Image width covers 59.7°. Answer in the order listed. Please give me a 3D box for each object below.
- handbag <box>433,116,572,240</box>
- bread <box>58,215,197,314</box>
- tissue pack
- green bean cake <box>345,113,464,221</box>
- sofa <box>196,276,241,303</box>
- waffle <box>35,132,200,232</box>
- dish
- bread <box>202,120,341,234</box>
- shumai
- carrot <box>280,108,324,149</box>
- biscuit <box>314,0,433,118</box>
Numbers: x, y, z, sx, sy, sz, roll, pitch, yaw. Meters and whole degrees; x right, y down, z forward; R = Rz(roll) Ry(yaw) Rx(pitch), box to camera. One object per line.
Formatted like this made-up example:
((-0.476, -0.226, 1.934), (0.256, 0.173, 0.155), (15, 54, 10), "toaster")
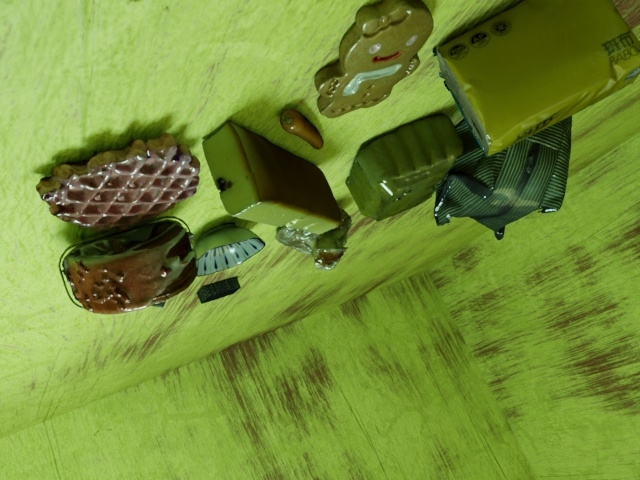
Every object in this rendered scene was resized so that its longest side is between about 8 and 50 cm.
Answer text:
((0.411, -0.155, 1.296), (0.247, 0.240, 0.341), (11, 162, -12), "handbag")
((-0.312, 0.047, 0.941), (0.224, 0.142, 0.212), (-19, -159, -26), "bread")
((0.347, -0.282, 0.901), (0.270, 0.192, 0.134), (-29, 168, 7), "tissue pack")
((0.189, -0.153, 1.240), (0.233, 0.124, 0.236), (-23, 166, -12), "green bean cake")
((-0.301, 0.147, 1.653), (0.118, 0.039, 0.060), (-14, 161, -38), "sofa")
((-0.281, -0.074, 0.818), (0.221, 0.055, 0.234), (-22, 168, -10), "waffle")
((-0.219, 0.011, 1.234), (0.190, 0.066, 0.191), (-23, 166, -6), "dish")
((-0.065, -0.091, 0.970), (0.077, 0.138, 0.361), (-28, 166, 17), "bread")
((0.000, 0.000, 1.433), (0.209, 0.153, 0.161), (-11, 153, -37), "shumai")
((-0.021, -0.180, 0.939), (0.037, 0.037, 0.190), (-29, 168, 13), "carrot")
((0.082, -0.262, 0.822), (0.184, 0.035, 0.249), (-20, 165, -25), "biscuit")
